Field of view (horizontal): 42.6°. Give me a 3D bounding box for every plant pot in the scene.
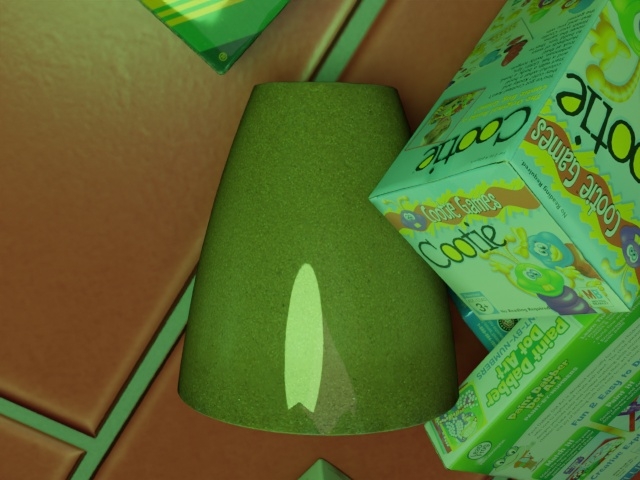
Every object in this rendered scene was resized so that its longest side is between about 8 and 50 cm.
[{"bbox_3d":[0.000,0.000,0.686,0.237,0.237,0.254,0,96,-6],"label":"plant pot"}]

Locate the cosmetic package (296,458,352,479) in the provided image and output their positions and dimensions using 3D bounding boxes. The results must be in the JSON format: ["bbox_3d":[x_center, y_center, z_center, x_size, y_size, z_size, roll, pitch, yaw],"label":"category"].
[{"bbox_3d":[-0.002,0.364,0.844,0.151,0.151,0.183,40,103,-18],"label":"cosmetic package"}]

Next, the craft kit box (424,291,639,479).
[{"bbox_3d":[0.258,0.121,0.729,0.247,0.061,0.250,20,118,-38],"label":"craft kit box"}]

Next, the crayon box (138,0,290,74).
[{"bbox_3d":[-0.044,-0.313,0.619,0.202,0.081,0.318,40,102,-18],"label":"crayon box"}]

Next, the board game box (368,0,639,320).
[{"bbox_3d":[0.188,-0.091,0.620,0.142,0.144,0.275,46,62,-19],"label":"board game box"}]

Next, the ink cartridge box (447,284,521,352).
[{"bbox_3d":[0.243,0.044,0.781,0.203,0.086,0.148,-38,111,9],"label":"ink cartridge box"}]
